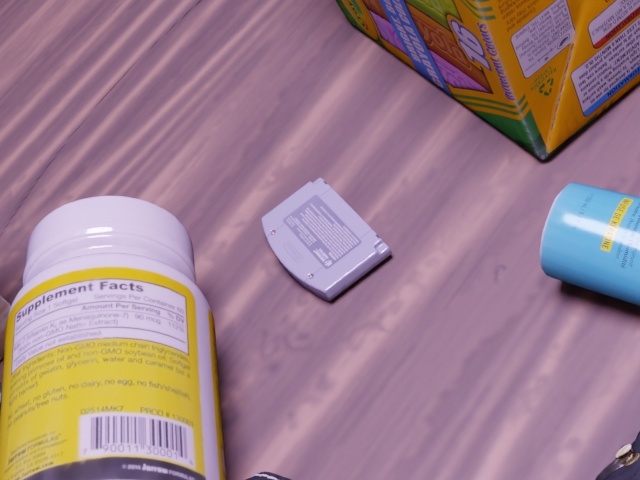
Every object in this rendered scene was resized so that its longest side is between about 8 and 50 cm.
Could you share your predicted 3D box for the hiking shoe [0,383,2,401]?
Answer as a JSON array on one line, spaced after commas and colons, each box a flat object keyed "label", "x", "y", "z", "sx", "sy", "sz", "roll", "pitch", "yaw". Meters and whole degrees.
[{"label": "hiking shoe", "x": -0.228, "y": 0.096, "z": 0.693, "sx": 0.113, "sy": 0.132, "sz": 0.304, "roll": 144, "pitch": 141, "yaw": -66}]

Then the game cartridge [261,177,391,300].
[{"label": "game cartridge", "x": 0.000, "y": 0.000, "z": 0.741, "sx": 0.056, "sy": 0.017, "sz": 0.083, "roll": -34, "pitch": 46, "yaw": -7}]

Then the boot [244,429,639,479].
[{"label": "boot", "x": 0.090, "y": 0.131, "z": 0.508, "sx": 0.236, "sy": 0.085, "sz": 0.178, "roll": 25, "pitch": 46, "yaw": 29}]

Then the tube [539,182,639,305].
[{"label": "tube", "x": 0.214, "y": 0.020, "z": 0.600, "sx": 0.207, "sy": 0.052, "sz": 0.080, "roll": 17, "pitch": 69, "yaw": 29}]

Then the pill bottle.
[{"label": "pill bottle", "x": -0.113, "y": 0.083, "z": 0.658, "sx": 0.119, "sy": 0.119, "sz": 0.208, "roll": -19, "pitch": 47, "yaw": 12}]

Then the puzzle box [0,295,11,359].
[{"label": "puzzle box", "x": -0.415, "y": 0.150, "z": 0.802, "sx": 0.272, "sy": 0.052, "sz": 0.409, "roll": 25, "pitch": 68, "yaw": 38}]

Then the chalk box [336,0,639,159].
[{"label": "chalk box", "x": 0.093, "y": -0.221, "z": 0.765, "sx": 0.180, "sy": 0.179, "sz": 0.289, "roll": -39, "pitch": 46, "yaw": -5}]
